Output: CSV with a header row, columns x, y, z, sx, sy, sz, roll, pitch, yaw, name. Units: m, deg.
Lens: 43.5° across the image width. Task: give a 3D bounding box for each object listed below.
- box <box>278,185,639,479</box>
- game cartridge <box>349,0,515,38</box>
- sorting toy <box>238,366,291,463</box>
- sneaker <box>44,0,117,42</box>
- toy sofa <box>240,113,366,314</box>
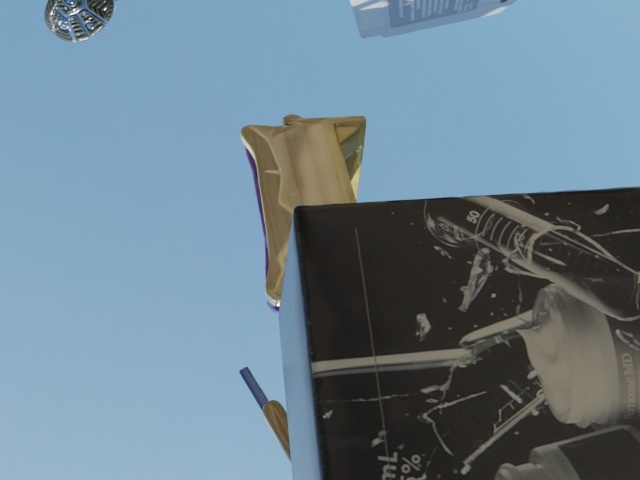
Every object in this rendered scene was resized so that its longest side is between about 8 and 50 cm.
x,y,z,sx,sy,sz,roll,pitch,yaw,name
0.147,0.159,0.440,0.312,0.179,0.343,-4,-114,-7,box
0.122,-0.269,0.796,0.196,0.294,0.060,-7,-89,6,game cartridge
0.025,0.261,0.794,0.047,0.196,0.347,-31,-133,-8,sorting toy
-0.290,-0.347,1.063,0.080,0.211,0.081,37,-149,-22,sneaker
0.000,0.000,1.020,0.177,0.150,0.362,-5,-137,-9,toy sofa
